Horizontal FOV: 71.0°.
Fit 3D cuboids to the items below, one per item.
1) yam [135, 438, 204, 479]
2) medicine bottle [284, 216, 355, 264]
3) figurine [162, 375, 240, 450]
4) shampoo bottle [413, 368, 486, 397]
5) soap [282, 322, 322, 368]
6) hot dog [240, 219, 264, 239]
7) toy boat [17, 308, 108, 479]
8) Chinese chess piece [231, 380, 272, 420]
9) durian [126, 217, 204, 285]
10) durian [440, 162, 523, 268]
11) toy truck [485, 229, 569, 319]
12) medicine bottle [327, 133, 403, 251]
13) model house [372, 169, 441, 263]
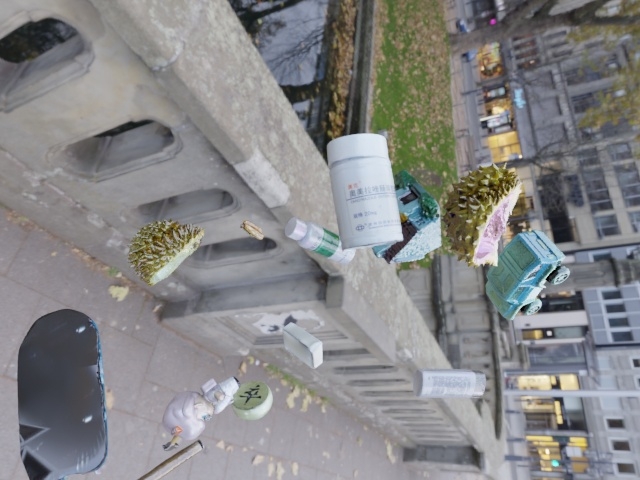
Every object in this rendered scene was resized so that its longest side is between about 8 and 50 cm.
[{"bbox_3d":[-0.530,0.786,1.564,0.263,0.046,0.046,-24,106,-34],"label":"yam"},{"bbox_3d":[0.000,0.000,1.535,0.259,0.095,0.095,26,55,-31],"label":"medicine bottle"},{"bbox_3d":[-0.301,0.411,1.104,0.112,0.228,0.137,54,-18,12],"label":"figurine"},{"bbox_3d":[0.398,0.440,1.383,0.056,0.227,0.086,-149,-114,-71],"label":"shampoo bottle"},{"bbox_3d":[-0.075,0.432,1.850,0.063,0.183,0.122,-31,133,-36],"label":"soap"},{"bbox_3d":[-0.249,-0.038,1.619,0.133,0.041,0.057,40,22,-60],"label":"hot dog"},{"bbox_3d":[-0.464,0.279,0.826,0.092,0.134,0.299,109,-32,-60],"label":"toy boat"},{"bbox_3d":[-0.311,0.723,2.034,0.188,0.188,0.083,-58,145,-56],"label":"Chinese chess piece"},{"bbox_3d":[-0.400,0.030,1.134,0.144,0.252,0.139,49,13,23],"label":"durian"},{"bbox_3d":[0.305,-0.039,0.862,0.182,0.132,0.165,95,-12,-67],"label":"durian"},{"bbox_3d":[0.600,0.105,1.340,0.279,0.156,0.155,106,-29,-42],"label":"toy truck"},{"bbox_3d":[0.131,-0.144,1.360,0.190,0.189,0.333,1,79,-66],"label":"medicine bottle"},{"bbox_3d":[0.265,-0.074,1.641,0.230,0.248,0.281,73,-10,-46],"label":"model house"}]
